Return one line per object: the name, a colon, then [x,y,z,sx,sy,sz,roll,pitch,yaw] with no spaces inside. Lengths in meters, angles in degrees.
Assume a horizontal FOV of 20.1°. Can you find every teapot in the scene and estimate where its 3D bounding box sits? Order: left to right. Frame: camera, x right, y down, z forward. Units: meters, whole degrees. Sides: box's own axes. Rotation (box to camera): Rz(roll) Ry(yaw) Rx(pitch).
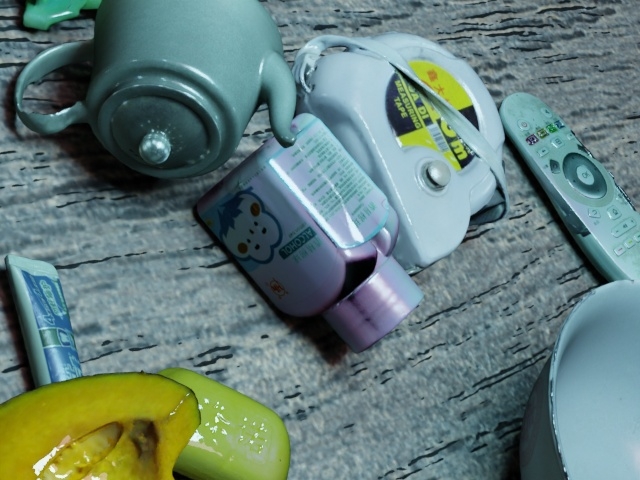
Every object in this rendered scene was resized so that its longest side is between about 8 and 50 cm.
teapot: [-0.131,-0.116,1.467,0.239,0.162,0.149,7,47,6]

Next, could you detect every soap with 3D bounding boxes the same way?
soap: [-0.081,0.154,1.420,0.140,0.045,0.089,28,52,-24]

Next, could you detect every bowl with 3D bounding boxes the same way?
bowl: [0.285,0.220,1.605,0.345,0.157,0.345,20,52,-29]

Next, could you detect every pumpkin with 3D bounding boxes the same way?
pumpkin: [-0.195,0.212,1.270,0.254,0.149,0.130,-52,141,-38]

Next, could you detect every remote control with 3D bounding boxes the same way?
remote control: [0.267,-0.045,1.843,0.097,0.045,0.256,-25,78,-47]

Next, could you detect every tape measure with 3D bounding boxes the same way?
tape measure: [0.081,-0.092,1.657,0.197,0.120,0.236,-22,84,-40]

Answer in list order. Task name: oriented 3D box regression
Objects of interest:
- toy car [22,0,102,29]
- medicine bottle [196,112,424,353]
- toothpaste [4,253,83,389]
toy car: [-0.135,-0.335,1.584,0.176,0.213,0.359,9,47,5]
medicine bottle: [0.000,0.000,1.531,0.188,0.119,0.094,50,46,-3]
toothpaste: [-0.199,0.101,1.364,0.057,0.035,0.197,15,52,-53]
